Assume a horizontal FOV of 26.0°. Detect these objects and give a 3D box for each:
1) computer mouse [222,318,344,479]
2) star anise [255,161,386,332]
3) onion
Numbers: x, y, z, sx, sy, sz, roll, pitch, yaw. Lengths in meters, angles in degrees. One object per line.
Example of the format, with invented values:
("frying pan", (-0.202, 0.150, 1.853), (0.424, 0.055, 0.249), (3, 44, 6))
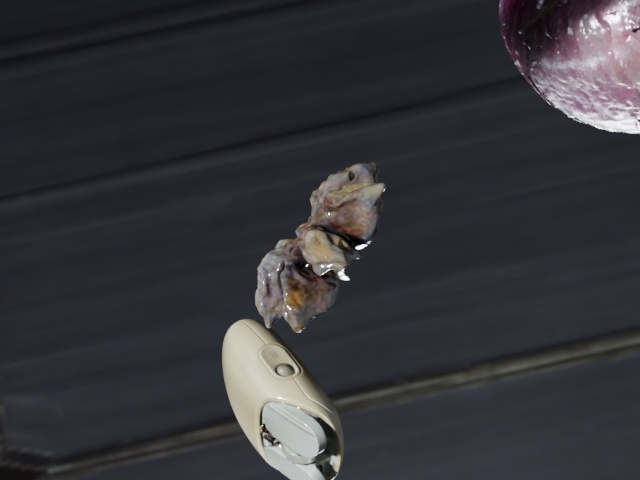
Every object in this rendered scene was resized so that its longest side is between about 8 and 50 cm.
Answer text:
("computer mouse", (-0.055, 0.196, 1.676), (0.236, 0.082, 0.145), (50, 150, 40))
("star anise", (0.000, 0.008, 1.457), (0.073, 0.212, 0.197), (34, -175, -17))
("onion", (0.331, -0.188, 1.531), (0.267, 0.159, 0.348), (26, 166, 46))
